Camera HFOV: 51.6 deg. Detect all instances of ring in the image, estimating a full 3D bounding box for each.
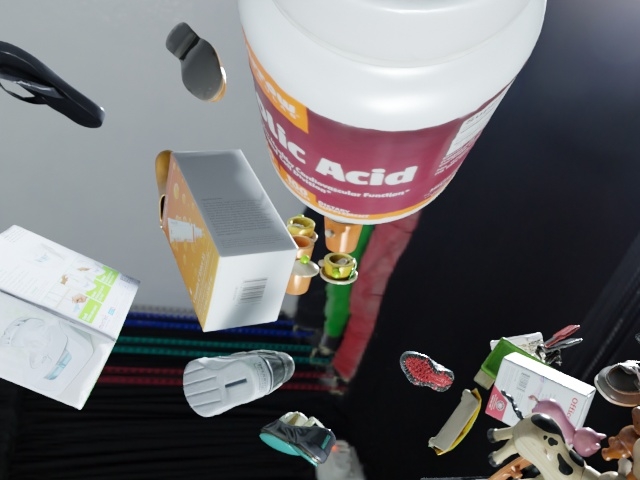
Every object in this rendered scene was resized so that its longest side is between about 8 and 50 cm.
[{"bbox_3d":[0.460,0.591,1.562,0.032,0.336,0.336,54,-44,38],"label":"ring"}]

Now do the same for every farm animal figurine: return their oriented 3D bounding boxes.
[{"bbox_3d":[0.417,0.354,0.901,0.172,0.330,0.327,-43,-132,47],"label":"farm animal figurine"}]

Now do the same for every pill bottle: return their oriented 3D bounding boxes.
[{"bbox_3d":[0.050,-0.164,0.551,0.392,0.224,0.224,89,3,-77],"label":"pill bottle"}]

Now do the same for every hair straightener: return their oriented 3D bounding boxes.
[{"bbox_3d":[0.684,0.318,1.900,0.047,0.230,0.089,-10,-84,47],"label":"hair straightener"}]

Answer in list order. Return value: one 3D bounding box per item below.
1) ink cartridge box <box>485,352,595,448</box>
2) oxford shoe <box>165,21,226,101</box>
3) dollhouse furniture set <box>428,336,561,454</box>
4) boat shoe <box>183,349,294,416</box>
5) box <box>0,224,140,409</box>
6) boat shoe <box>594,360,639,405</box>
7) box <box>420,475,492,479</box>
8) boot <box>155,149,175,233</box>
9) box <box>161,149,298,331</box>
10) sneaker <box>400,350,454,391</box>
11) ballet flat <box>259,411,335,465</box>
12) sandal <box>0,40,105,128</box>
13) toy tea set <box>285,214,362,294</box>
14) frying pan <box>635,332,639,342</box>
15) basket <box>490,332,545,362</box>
[{"bbox_3d":[0.438,0.321,1.324,0.175,0.072,0.127,23,-75,33],"label":"ink cartridge box"},{"bbox_3d":[-0.190,-0.289,1.102,0.076,0.076,0.212,-42,-133,14],"label":"oxford shoe"},{"bbox_3d":[0.391,0.393,1.511,0.301,0.151,0.197,-53,161,-7],"label":"dollhouse furniture set"},{"bbox_3d":[-0.171,0.293,1.366,0.335,0.119,0.121,-17,-100,51],"label":"boat shoe"},{"bbox_3d":[-0.416,0.100,0.999,0.127,0.231,0.262,-62,-166,10],"label":"box"},{"bbox_3d":[0.809,0.338,1.637,0.095,0.335,0.112,-60,-141,32],"label":"boat shoe"},{"bbox_3d":[0.419,0.804,1.953,0.261,0.103,0.184,-21,-78,42],"label":"box"},{"bbox_3d":[-0.388,-0.118,1.759,0.211,0.104,0.295,45,25,-87],"label":"boot"},{"bbox_3d":[-0.208,-0.010,1.425,0.345,0.168,0.215,58,-37,40],"label":"box"},{"bbox_3d":[0.348,0.452,2.326,0.125,0.262,0.104,28,-96,53],"label":"sneaker"},{"bbox_3d":[-0.035,0.325,1.106,0.203,0.074,0.074,-14,-110,62],"label":"ballet flat"},{"bbox_3d":[-0.492,-0.265,1.159,0.097,0.254,0.054,-6,-119,44],"label":"sandal"},{"bbox_3d":[0.000,0.000,1.527,0.336,0.200,0.124,-85,-179,-63],"label":"toy tea set"},{"bbox_3d":[0.796,0.215,1.262,0.197,0.326,0.053,-47,168,-16],"label":"frying pan"},{"bbox_3d":[0.579,0.330,1.922,0.113,0.167,0.103,-17,-102,31],"label":"basket"}]
